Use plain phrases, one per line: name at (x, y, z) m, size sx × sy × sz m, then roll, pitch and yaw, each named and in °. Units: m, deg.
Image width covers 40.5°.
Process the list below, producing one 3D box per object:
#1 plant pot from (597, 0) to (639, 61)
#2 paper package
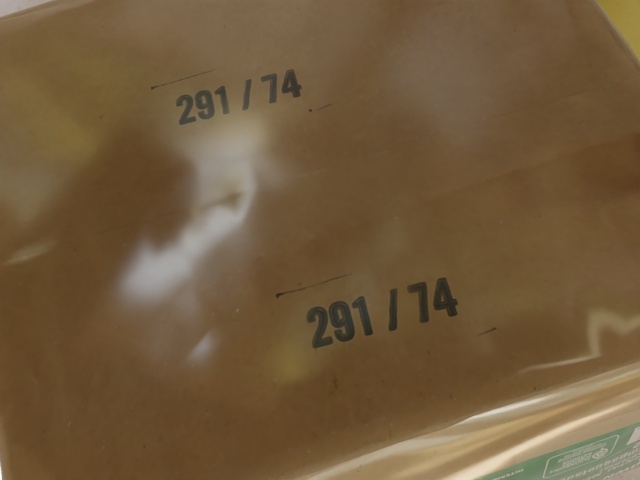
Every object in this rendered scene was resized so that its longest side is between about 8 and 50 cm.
plant pot at (0.245, -0.237, 0.865) m, size 0.187 × 0.212 × 0.212 m, roll 41°, pitch 174°, yaw -22°
paper package at (0.000, 0.000, 0.454) m, size 0.168 × 0.325 × 0.309 m, roll 77°, pitch 173°, yaw -60°
